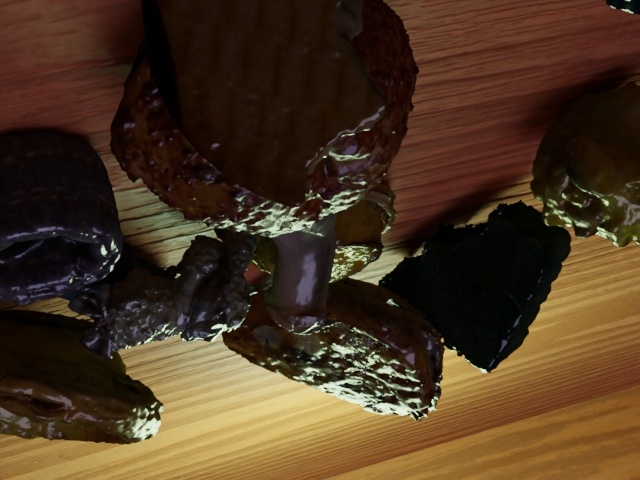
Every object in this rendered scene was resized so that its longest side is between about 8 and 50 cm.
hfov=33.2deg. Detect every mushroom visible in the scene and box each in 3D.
[{"bbox_3d":[-0.022,0.000,1.056,0.081,0.092,0.223,14,136,16],"label":"mushroom"}]

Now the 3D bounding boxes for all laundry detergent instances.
[{"bbox_3d":[-0.219,0.046,1.122,0.097,0.061,0.206,-15,159,11],"label":"laundry detergent"}]

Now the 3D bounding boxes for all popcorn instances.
[{"bbox_3d":[0.309,-0.075,1.108,0.173,0.173,0.142,-26,133,18],"label":"popcorn"}]

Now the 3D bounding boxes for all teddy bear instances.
[{"bbox_3d":[-0.133,0.061,1.058,0.213,0.111,0.133,-33,156,-42],"label":"teddy bear"}]

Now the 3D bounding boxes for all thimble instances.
[{"bbox_3d":[-0.243,-0.017,0.894,0.150,0.097,0.150,-16,158,-7],"label":"thimble"}]

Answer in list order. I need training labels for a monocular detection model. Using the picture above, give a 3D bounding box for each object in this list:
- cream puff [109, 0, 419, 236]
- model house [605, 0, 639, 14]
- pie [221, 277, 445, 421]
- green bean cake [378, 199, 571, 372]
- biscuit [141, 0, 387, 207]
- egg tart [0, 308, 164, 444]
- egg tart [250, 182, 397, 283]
[{"bbox_3d":[-0.037,-0.093,0.805,0.240,0.164,0.240,-11,156,-5],"label":"cream puff"},{"bbox_3d":[0.152,-0.192,0.544,0.190,0.301,0.271,-25,159,-4],"label":"model house"},{"bbox_3d":[0.029,0.133,1.359,0.308,0.085,0.308,17,147,11],"label":"pie"},{"bbox_3d":[0.193,0.030,1.329,0.107,0.193,0.208,-23,143,-45],"label":"green bean cake"},{"bbox_3d":[-0.024,-0.146,0.664,0.228,0.176,0.031,-60,-171,15],"label":"biscuit"},{"bbox_3d":[-0.308,0.149,1.163,0.294,0.123,0.294,6,162,2],"label":"egg tart"},{"bbox_3d":[0.000,0.000,1.176,0.191,0.074,0.191,-14,159,-5],"label":"egg tart"}]
